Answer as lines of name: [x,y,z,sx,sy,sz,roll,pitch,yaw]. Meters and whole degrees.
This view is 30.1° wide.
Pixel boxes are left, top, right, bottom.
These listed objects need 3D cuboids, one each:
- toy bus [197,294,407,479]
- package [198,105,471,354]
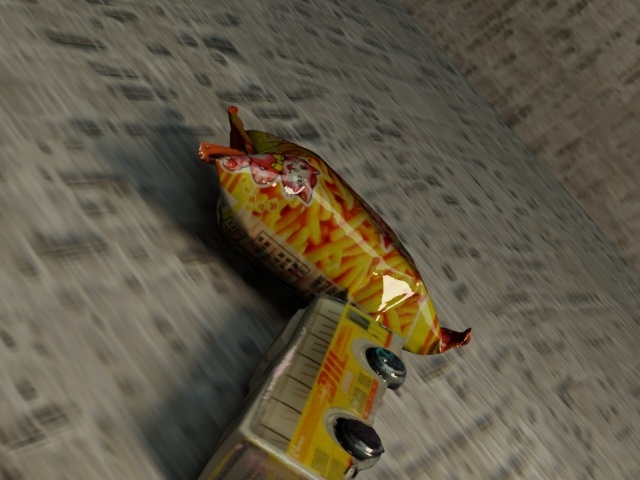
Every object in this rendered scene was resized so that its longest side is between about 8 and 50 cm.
toy bus: [-0.007,0.129,0.879,0.106,0.092,0.268,35,23,0]
package: [0.000,-0.001,1.075,0.288,0.108,0.223,44,8,-10]
